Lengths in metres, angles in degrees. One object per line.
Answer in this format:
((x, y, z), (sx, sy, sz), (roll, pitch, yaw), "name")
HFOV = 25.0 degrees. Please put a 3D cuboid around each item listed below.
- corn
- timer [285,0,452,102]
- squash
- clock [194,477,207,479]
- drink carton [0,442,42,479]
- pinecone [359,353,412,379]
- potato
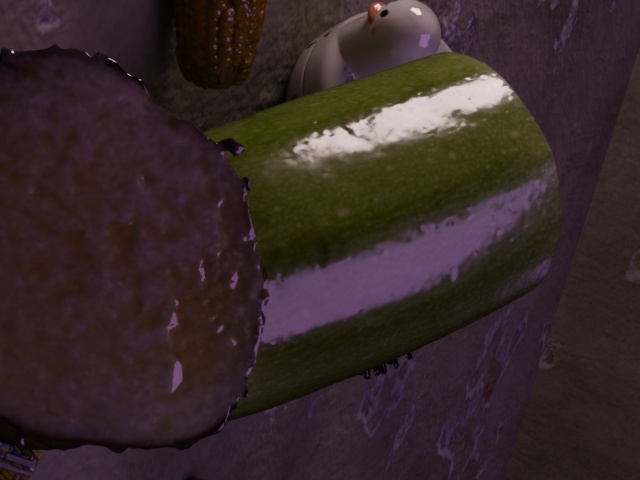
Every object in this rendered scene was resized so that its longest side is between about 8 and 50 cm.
((-0.085, -0.255, 1.280), (0.097, 0.097, 0.261), (-42, 147, -51), "corn")
((0.082, -0.145, 1.590), (0.234, 0.240, 0.233), (13, 69, -37), "timer")
((0.000, 0.000, 1.318), (0.384, 0.263, 0.263), (-21, 133, -31), "squash")
((-0.169, 0.433, 1.720), (0.227, 0.090, 0.247), (-45, 150, -47), "clock")
((-0.291, 0.170, 1.215), (0.071, 0.056, 0.165), (-57, 157, -22), "drink carton")
((0.068, 0.124, 1.952), (0.120, 0.140, 0.140), (-57, 157, -9), "pinecone")
((-0.200, 0.008, 1.072), (0.288, 0.301, 0.237), (-62, -161, 1), "potato")
